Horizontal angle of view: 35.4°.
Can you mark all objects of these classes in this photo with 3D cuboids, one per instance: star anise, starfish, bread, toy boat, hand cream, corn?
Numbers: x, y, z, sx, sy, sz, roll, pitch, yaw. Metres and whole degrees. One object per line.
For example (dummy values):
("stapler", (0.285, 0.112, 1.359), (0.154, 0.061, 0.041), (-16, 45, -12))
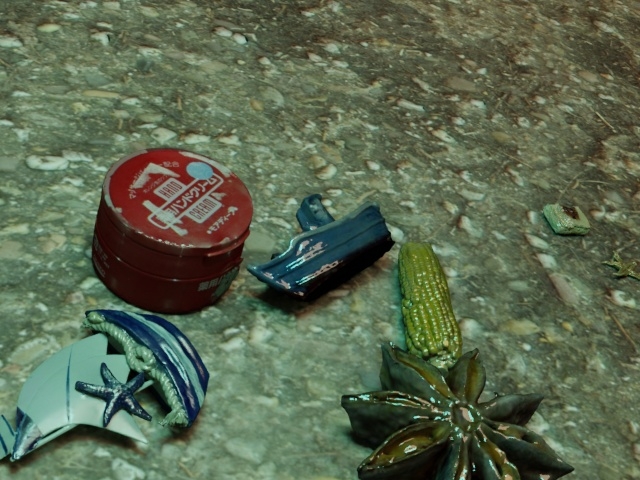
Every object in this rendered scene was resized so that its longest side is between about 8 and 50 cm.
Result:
("star anise", (0.179, 0.272, 1.354), (0.332, 0.117, 0.331), (7, 45, -7))
("starfish", (0.576, 0.055, 1.892), (0.086, 0.016, 0.092), (37, 34, 21))
("bread", (0.478, -0.040, 1.942), (0.083, 0.035, 0.070), (7, 41, -24))
("toy boat", (-0.263, 0.198, 1.263), (0.210, 0.070, 0.291), (23, 41, 9))
("hand cream", (-0.220, -0.015, 1.472), (0.230, 0.149, 0.230), (14, 40, -12))
("corn", (0.166, 0.102, 1.577), (0.087, 0.086, 0.288), (12, 36, -13))
("toy boat", (0.000, 0.000, 1.577), (0.142, 0.129, 0.309), (49, 44, 14))
